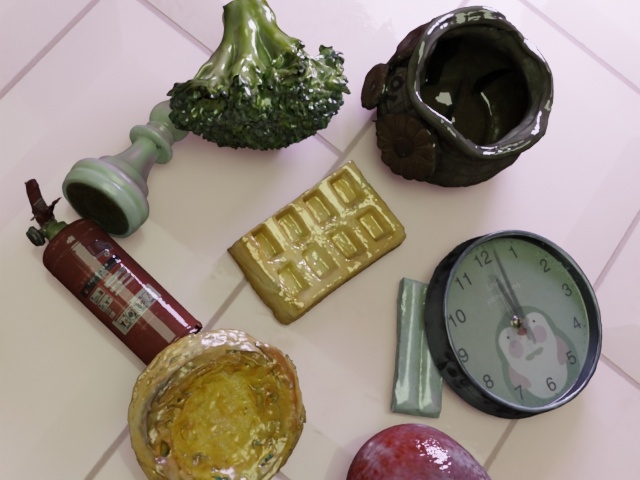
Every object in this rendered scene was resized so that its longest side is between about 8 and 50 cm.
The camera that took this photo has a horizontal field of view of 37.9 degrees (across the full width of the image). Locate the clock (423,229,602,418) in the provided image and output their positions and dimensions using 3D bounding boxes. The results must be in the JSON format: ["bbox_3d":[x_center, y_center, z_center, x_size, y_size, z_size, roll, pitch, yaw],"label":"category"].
[{"bbox_3d":[0.326,0.135,1.557,0.318,0.066,0.319,6,73,-20],"label":"clock"}]

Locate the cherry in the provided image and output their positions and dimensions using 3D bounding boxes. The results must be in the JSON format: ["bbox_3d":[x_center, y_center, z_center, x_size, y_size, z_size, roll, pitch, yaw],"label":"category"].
[{"bbox_3d":[0.151,0.409,1.380,0.236,0.213,0.285,-1,65,-23],"label":"cherry"}]

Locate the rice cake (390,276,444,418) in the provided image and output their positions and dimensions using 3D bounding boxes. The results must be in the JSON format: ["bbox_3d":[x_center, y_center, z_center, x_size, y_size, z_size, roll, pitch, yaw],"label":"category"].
[{"bbox_3d":[0.162,0.176,1.540,0.085,0.040,0.226,8,72,-12],"label":"rice cake"}]

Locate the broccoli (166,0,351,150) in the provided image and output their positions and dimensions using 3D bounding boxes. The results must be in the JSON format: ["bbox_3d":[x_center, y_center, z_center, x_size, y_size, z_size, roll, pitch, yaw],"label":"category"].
[{"bbox_3d":[-0.106,-0.264,1.512,0.288,0.248,0.246,15,55,-56],"label":"broccoli"}]

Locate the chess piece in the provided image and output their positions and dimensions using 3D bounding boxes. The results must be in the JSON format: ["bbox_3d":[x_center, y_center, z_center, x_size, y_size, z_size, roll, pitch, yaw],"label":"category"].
[{"bbox_3d":[-0.280,-0.142,1.493,0.139,0.139,0.272,35,59,-2],"label":"chess piece"}]

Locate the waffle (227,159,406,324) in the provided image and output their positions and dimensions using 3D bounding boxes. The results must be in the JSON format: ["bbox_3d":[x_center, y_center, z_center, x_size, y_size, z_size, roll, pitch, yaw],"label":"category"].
[{"bbox_3d":[0.000,0.000,1.543,0.274,0.057,0.168,-35,85,-20],"label":"waffle"}]

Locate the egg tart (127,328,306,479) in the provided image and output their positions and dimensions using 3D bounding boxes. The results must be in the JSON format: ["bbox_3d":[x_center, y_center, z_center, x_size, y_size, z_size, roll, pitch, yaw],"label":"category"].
[{"bbox_3d":[-0.158,0.255,1.392,0.290,0.107,0.291,-3,96,-32],"label":"egg tart"}]

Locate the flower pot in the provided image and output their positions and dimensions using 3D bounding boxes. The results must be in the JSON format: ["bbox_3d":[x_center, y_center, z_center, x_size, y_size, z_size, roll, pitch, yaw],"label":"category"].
[{"bbox_3d":[0.226,-0.235,1.584,0.301,0.213,0.302,4,73,-13],"label":"flower pot"}]

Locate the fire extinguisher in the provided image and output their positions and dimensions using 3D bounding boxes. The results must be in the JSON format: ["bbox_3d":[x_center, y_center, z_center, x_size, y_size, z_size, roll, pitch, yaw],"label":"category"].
[{"bbox_3d":[-0.326,0.044,1.404,0.337,0.147,0.106,43,56,1],"label":"fire extinguisher"}]
